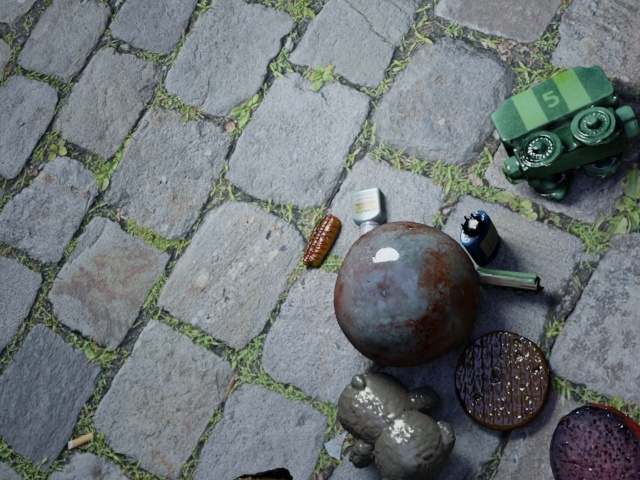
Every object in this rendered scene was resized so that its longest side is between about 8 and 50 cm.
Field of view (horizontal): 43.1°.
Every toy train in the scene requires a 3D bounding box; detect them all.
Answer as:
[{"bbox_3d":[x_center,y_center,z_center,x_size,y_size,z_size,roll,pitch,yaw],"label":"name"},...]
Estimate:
[{"bbox_3d":[0.409,0.091,1.762,0.147,0.071,0.038,7,74,25],"label":"toy train"},{"bbox_3d":[0.533,-0.236,1.787,0.299,0.167,0.238,-23,54,13],"label":"toy train"}]

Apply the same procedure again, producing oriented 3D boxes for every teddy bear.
[{"bbox_3d":[0.156,0.396,1.713,0.236,0.151,0.267,-44,63,-5],"label":"teddy bear"}]

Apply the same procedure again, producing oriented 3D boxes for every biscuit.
[{"bbox_3d":[0.385,0.297,1.717,0.212,0.036,0.212,-8,70,21],"label":"biscuit"}]

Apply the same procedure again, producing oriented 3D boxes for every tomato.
[{"bbox_3d":[0.183,0.113,1.742,0.316,0.282,0.317,-3,82,22],"label":"tomato"}]

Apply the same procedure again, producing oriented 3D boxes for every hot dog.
[{"bbox_3d":[-0.001,0.000,1.991,0.062,0.038,0.144,25,83,28],"label":"hot dog"}]

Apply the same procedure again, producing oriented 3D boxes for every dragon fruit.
[{"bbox_3d":[0.565,0.419,1.551,0.218,0.148,0.224,-25,69,48],"label":"dragon fruit"}]

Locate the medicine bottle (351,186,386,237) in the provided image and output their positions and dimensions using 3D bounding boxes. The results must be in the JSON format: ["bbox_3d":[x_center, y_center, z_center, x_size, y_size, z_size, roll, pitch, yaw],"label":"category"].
[{"bbox_3d":[0.117,-0.063,1.954,0.074,0.055,0.118,-10,68,18],"label":"medicine bottle"}]

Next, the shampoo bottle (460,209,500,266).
[{"bbox_3d":[0.346,-0.009,1.761,0.050,0.183,0.087,28,84,30],"label":"shampoo bottle"}]

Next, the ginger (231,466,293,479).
[{"bbox_3d":[-0.126,0.626,1.689,0.200,0.269,0.223,-11,56,-12],"label":"ginger"}]
